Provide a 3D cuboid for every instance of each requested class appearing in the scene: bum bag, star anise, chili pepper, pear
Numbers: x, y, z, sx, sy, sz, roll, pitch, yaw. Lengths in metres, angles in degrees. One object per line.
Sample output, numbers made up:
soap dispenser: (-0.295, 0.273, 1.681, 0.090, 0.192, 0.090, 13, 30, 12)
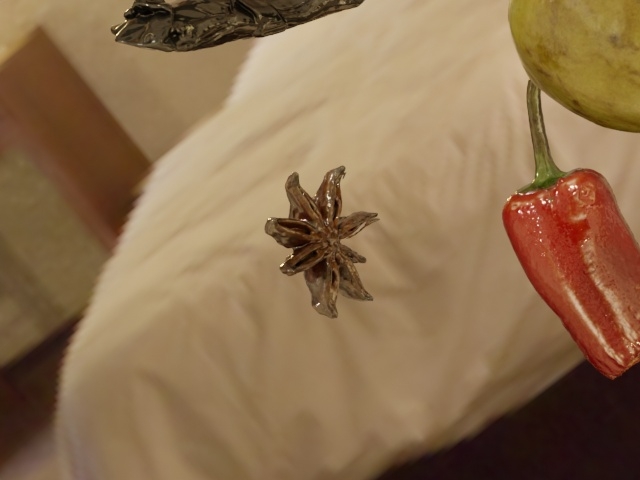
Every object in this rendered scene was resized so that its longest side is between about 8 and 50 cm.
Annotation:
bum bag: (-0.060, -0.162, 1.311, 0.198, 0.049, 0.087, -16, 13, -35)
star anise: (-0.002, -0.001, 1.668, 0.042, 0.141, 0.141, -13, 27, 40)
chili pepper: (0.275, -0.013, 2.095, 0.135, 0.338, 0.131, -31, -7, -12)
pear: (0.313, -0.246, 1.659, 0.304, 0.304, 0.304, -36, 14, 11)
